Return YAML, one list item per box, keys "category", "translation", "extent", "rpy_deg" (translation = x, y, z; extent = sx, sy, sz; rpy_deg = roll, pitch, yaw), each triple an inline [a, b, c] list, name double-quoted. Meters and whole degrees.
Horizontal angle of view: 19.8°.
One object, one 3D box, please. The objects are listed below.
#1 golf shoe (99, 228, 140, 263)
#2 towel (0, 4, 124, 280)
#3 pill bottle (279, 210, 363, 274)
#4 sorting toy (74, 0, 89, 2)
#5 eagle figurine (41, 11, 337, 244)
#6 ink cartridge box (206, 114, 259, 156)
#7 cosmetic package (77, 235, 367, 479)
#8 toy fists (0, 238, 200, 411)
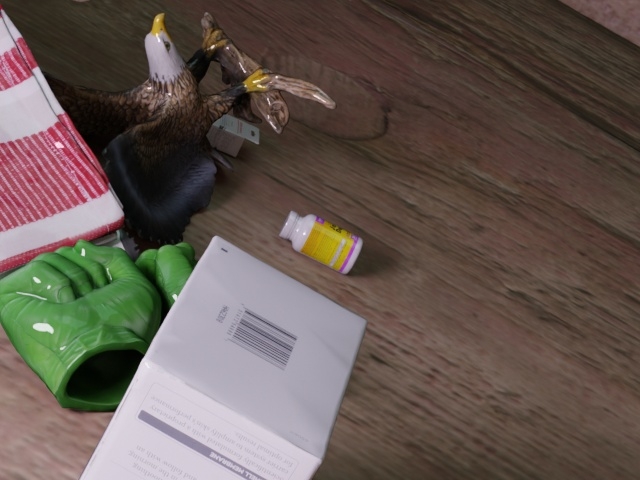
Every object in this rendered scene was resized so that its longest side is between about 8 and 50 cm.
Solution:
- category: "golf shoe"
  translation: [-0.261, -0.003, 1.628]
  extent: [0.198, 0.077, 0.094]
  rpy_deg: [24, 38, 0]
- category: "towel"
  translation: [-0.336, -0.112, 1.574]
  extent: [0.237, 0.037, 0.329]
  rpy_deg: [-22, 75, -38]
- category: "pill bottle"
  translation: [0.000, 0.000, 1.926]
  extent: [0.083, 0.043, 0.043]
  rpy_deg: [26, 23, -6]
- category: "sorting toy"
  translation: [-0.376, -0.347, 1.832]
  extent: [0.229, 0.041, 0.307]
  rpy_deg: [3, 36, -46]
- category: "eagle figurine"
  translation: [-0.177, -0.127, 1.871]
  extent: [0.298, 0.225, 0.226]
  rpy_deg: [-37, 19, -33]
- category: "ink cartridge box"
  translation: [-0.112, -0.124, 2.072]
  extent: [0.083, 0.028, 0.048]
  rpy_deg: [23, 24, -12]
- category: "cosmetic package"
  translation: [-0.087, 0.155, 1.285]
  extent: [0.138, 0.224, 0.224]
  rpy_deg: [30, 24, -3]
- category: "toy fists"
  translation: [-0.151, 0.064, 1.565]
  extent: [0.279, 0.096, 0.142]
  rpy_deg: [1, 35, -45]
